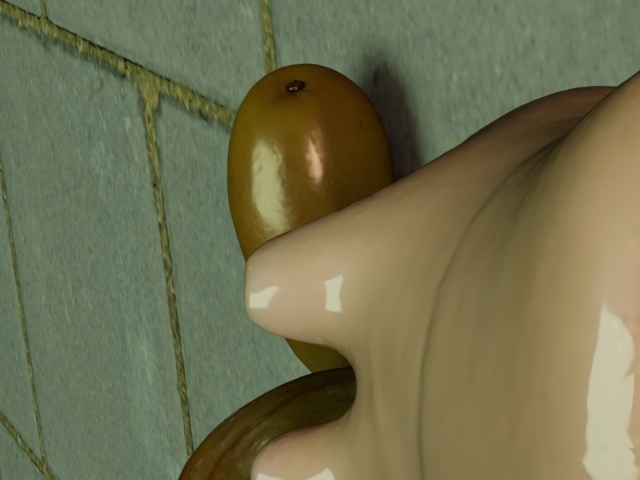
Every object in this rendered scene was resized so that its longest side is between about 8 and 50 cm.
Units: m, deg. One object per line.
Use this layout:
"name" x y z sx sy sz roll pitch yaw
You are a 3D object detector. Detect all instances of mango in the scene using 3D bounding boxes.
"mango" 0.000 0.000 0.952 0.102 0.085 0.184 -78 -20 -67

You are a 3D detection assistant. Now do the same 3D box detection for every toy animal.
"toy animal" 0.113 0.044 0.538 0.326 0.269 0.237 -46 -52 -77

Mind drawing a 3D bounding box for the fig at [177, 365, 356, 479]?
"fig" 0.040 0.118 0.872 0.175 0.207 0.175 42 178 2
